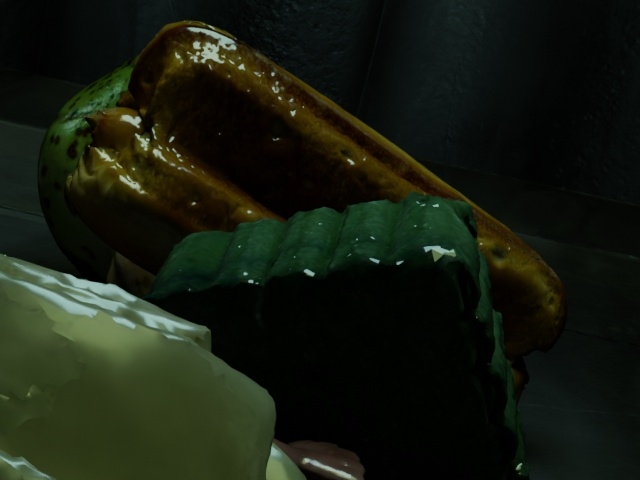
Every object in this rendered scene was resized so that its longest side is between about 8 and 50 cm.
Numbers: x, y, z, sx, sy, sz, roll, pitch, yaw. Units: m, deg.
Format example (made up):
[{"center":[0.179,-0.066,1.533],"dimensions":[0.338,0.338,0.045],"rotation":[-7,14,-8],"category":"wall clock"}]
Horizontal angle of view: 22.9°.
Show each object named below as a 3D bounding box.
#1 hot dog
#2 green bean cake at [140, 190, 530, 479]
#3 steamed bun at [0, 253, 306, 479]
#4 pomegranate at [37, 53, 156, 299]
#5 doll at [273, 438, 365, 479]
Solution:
[{"center":[0.000,0.000,1.036],"dimensions":[0.349,0.158,0.117],"rotation":[32,-12,-15],"category":"hot dog"},{"center":[0.009,0.078,0.925],"dimensions":[0.208,0.193,0.107],"rotation":[-9,29,11],"category":"green bean cake"},{"center":[-0.123,0.112,0.380],"dimensions":[0.310,0.219,0.324],"rotation":[18,13,28],"category":"steamed bun"},{"center":[-0.100,-0.008,1.188],"dimensions":[0.222,0.276,0.204],"rotation":[-6,-30,5],"category":"pomegranate"},{"center":[-0.101,0.100,0.796],"dimensions":[0.262,0.093,0.211],"rotation":[11,6,-28],"category":"doll"}]
